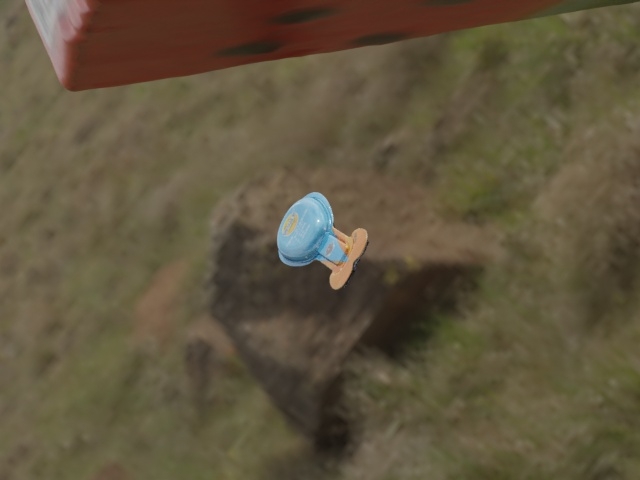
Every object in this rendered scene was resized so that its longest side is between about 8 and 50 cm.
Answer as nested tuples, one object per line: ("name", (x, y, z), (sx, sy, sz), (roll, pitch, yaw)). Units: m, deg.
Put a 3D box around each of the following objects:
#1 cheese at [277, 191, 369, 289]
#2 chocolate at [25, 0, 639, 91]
("cheese", (-0.001, 0.000, 1.087), (0.047, 0.017, 0.111), (-64, 26, 4))
("chocolate", (0.040, -0.179, 0.717), (0.341, 0.161, 0.360), (-11, -4, -13))
